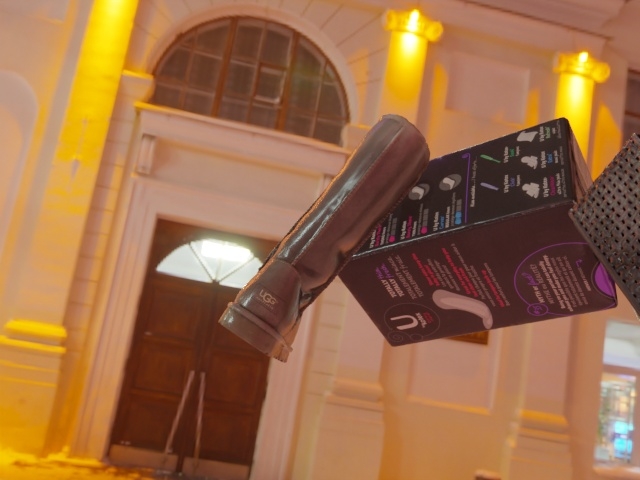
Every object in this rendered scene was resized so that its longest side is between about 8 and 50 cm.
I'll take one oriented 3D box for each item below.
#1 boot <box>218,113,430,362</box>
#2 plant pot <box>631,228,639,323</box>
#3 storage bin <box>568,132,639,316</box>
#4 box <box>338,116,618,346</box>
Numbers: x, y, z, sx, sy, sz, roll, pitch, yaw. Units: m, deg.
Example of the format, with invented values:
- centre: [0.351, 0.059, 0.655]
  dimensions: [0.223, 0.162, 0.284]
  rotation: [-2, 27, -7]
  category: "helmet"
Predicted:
- centre: [0.002, 0.001, 0.577]
  dimensions: [0.076, 0.209, 0.189]
  rotation: [33, -9, -3]
  category: "boot"
- centre: [0.635, 0.041, 1.120]
  dimensions: [0.190, 0.284, 0.284]
  rotation: [-15, -16, 8]
  category: "plant pot"
- centre: [0.280, 0.012, 0.494]
  dimensions: [0.122, 0.180, 0.084]
  rotation: [22, -60, -19]
  category: "storage bin"
- centre: [0.173, 0.000, 0.769]
  dimensions: [0.270, 0.143, 0.165]
  rotation: [-15, -52, 28]
  category: "box"
